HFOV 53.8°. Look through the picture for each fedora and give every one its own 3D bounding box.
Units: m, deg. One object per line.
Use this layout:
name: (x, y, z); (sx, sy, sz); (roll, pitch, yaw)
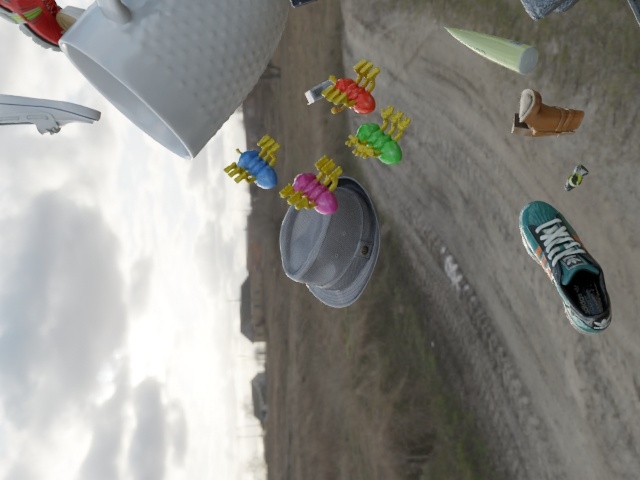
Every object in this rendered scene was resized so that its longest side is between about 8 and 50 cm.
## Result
fedora: (0.000, 0.000, 1.296); (0.243, 0.124, 0.276); (39, 114, 42)

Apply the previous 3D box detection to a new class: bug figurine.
bug figurine: (0.004, -0.139, 0.941); (0.216, 0.279, 0.072); (48, 172, 38)

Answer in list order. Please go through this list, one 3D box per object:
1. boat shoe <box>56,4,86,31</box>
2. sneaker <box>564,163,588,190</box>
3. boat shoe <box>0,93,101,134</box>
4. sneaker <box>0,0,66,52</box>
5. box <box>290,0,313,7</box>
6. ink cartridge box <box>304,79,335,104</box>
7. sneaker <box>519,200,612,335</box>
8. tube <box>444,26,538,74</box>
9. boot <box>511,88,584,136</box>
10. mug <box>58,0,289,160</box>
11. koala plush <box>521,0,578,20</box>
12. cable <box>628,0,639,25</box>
boat shoe: (-0.423, -0.452, 1.372); (0.098, 0.276, 0.096); (-17, 57, 65)
sneaker: (0.547, -0.135, 1.357); (0.031, 0.083, 0.035); (46, 141, 6)
boat shoe: (-0.657, -0.295, 1.522); (0.095, 0.257, 0.084); (-21, -62, -83)
sneaker: (-0.588, -0.492, 1.311); (0.279, 0.118, 0.108); (24, -131, -52)
box: (0.100, -0.659, 1.388); (0.294, 0.296, 0.183); (-41, -61, -52)
ink cartridge box: (-0.001, -0.338, 1.434); (0.029, 0.062, 0.115); (63, 176, -12)
sneaker: (0.497, 0.039, 1.264); (0.121, 0.108, 0.302); (55, -169, -68)
tube: (0.383, -0.435, 1.427); (0.240, 0.062, 0.070); (43, 158, 46)
boot: (0.539, -0.297, 1.476); (0.197, 0.152, 0.073); (52, -137, -79)
mug: (-0.226, -0.365, 1.016); (0.328, 0.276, 0.374); (-51, -23, -10)
koala plush: (0.444, -0.576, 1.200); (0.221, 0.196, 0.203); (54, 134, 7)
cable: (0.360, -0.331, 0.758); (0.139, 0.072, 0.288); (-30, 66, 52)
